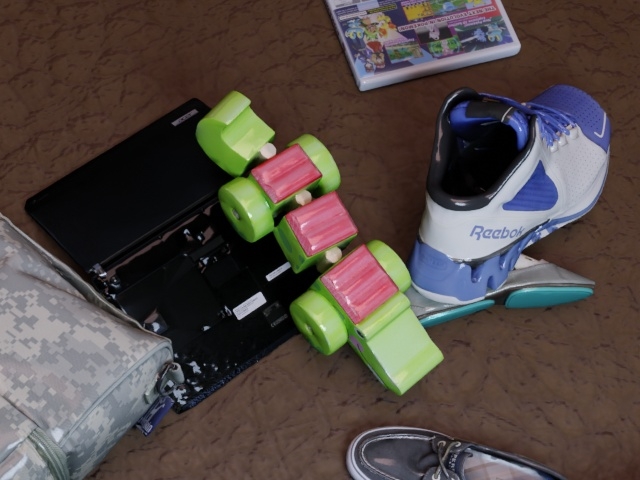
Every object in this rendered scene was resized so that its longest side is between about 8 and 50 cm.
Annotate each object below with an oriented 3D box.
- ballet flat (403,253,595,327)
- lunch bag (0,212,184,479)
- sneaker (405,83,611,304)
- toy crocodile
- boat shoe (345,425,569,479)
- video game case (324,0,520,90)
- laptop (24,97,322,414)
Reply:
[{"bbox_3d":[0.183,0.042,1.359,0.213,0.072,0.068,-10,73,-9],"label":"ballet flat"},{"bbox_3d":[-0.314,0.114,1.199,0.305,0.212,0.256,38,68,10],"label":"lunch bag"},{"bbox_3d":[0.205,-0.089,1.329,0.127,0.182,0.315,27,51,26],"label":"sneaker"},{"bbox_3d":[0.000,0.000,1.282,0.115,0.105,0.341,-33,85,-19],"label":"toy crocodile"},{"bbox_3d":[0.139,0.229,1.268,0.228,0.076,0.080,18,65,2],"label":"boat shoe"},{"bbox_3d":[0.111,-0.277,1.526,0.201,0.023,0.183,-14,68,-13],"label":"video game case"},{"bbox_3d":[-0.140,0.008,1.376,0.234,0.136,0.264,-34,99,-18],"label":"laptop"}]
